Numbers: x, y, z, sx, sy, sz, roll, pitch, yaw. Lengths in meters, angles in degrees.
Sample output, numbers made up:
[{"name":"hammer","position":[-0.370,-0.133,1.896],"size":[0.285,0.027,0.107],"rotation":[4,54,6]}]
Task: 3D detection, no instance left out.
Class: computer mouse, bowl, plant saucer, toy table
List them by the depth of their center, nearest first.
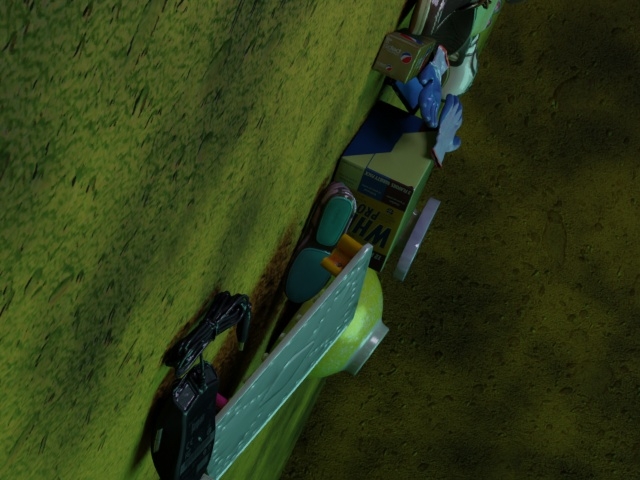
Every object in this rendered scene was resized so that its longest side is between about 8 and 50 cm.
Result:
[{"name":"computer mouse","position":[-0.153,0.181,1.349],"size":[0.184,0.060,0.262],"rotation":[-49,153,-49]},{"name":"bowl","position":[0.039,0.172,2.122],"size":[0.289,0.156,0.289],"rotation":[-53,174,-8]},{"name":"plant saucer","position":[0.318,-0.496,2.154],"size":[0.188,0.045,0.188],"rotation":[-104,-145,-67]},{"name":"toy table","position":[0.160,-0.035,2.449],"size":[0.252,0.161,0.274],"rotation":[-67,173,19]}]

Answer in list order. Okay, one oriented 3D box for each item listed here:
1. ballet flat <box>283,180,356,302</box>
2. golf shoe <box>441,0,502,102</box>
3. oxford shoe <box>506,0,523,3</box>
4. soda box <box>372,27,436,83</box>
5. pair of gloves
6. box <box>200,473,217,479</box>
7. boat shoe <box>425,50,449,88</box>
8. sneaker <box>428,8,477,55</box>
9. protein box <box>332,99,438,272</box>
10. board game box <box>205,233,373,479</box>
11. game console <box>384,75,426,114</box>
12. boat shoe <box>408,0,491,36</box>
[{"name":"ballet flat","position":[0.000,0.000,1.799],"size":[0.079,0.077,0.221],"rotation":[-95,-155,-64]},{"name":"golf shoe","position":[0.299,-0.435,2.377],"size":[0.120,0.105,0.272],"rotation":[-7,119,-63]},{"name":"oxford shoe","position":[0.354,-0.567,1.978],"size":[0.133,0.130,0.363],"rotation":[-32,-144,27]},{"name":"soda box","position":[0.136,-0.297,1.732],"size":[0.061,0.058,0.181],"rotation":[-67,172,19]},{"name":"pair of gloves","position":[0.206,-0.221,1.837],"size":[0.198,0.023,0.159],"rotation":[65,36,-42]},{"name":"box","position":[-0.115,0.463,1.588],"size":[0.121,0.311,0.148],"rotation":[-66,172,12]},{"name":"boat shoe","position":[0.225,-0.361,2.195],"size":[0.060,0.064,0.178],"rotation":[-28,155,-20]},{"name":"sneaker","position":[0.274,-0.461,2.058],"size":[0.118,0.083,0.222],"rotation":[-57,169,-47]},{"name":"protein box","position":[0.104,-0.096,1.906],"size":[0.199,0.136,0.201],"rotation":[-58,170,-47]},{"name":"board game box","position":[-0.071,0.199,1.739],"size":[0.390,0.050,0.390],"rotation":[-48,169,-18]},{"name":"game console","position":[0.165,-0.296,1.897],"size":[0.122,0.071,0.107],"rotation":[-55,169,-56]},{"name":"boat shoe","position":[0.250,-0.442,1.774],"size":[0.342,0.123,0.123],"rotation":[-59,171,-38]}]
